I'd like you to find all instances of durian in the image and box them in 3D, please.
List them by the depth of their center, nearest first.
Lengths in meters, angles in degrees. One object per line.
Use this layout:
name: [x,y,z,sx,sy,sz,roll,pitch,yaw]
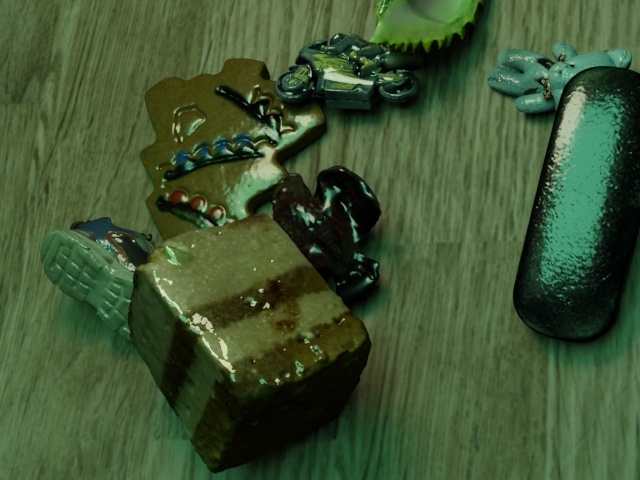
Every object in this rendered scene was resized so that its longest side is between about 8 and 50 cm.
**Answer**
durian: [0.125,-0.387,1.627,0.158,0.169,0.355,-11,67,19]

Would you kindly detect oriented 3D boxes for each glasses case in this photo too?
glasses case: [0.308,-0.043,1.446,0.122,0.082,0.320,13,86,16]

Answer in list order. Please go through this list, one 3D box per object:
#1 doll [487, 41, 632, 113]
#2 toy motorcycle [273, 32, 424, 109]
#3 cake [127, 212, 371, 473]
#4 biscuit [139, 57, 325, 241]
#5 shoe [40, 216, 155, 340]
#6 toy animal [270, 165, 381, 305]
doll: [0.285,-0.200,1.543,0.180,0.075,0.120,23,85,28]
toy motorcycle: [0.038,-0.225,1.651,0.194,0.061,0.124,0,52,10]
cake: [-0.100,0.090,1.460,0.196,0.198,0.293,-23,62,-27]
biscuit: [-0.135,-0.107,1.683,0.278,0.043,0.301,6,71,23]
shoe: [-0.248,0.046,1.650,0.228,0.125,0.099,33,120,5]
toy animal: [-0.003,-0.006,1.581,0.218,0.116,0.179,-53,28,23]
